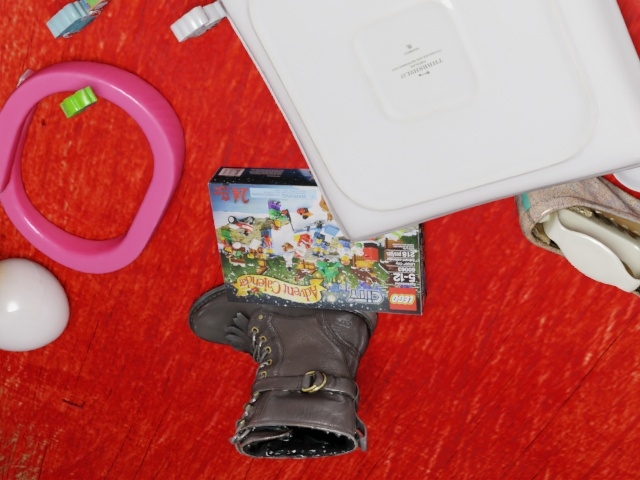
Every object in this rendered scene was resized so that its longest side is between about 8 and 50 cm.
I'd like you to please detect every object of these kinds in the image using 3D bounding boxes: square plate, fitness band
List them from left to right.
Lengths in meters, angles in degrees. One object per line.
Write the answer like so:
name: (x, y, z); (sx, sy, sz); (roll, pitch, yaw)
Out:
fitness band: (-0.271, -0.079, 1.055); (0.209, 0.054, 0.291); (28, 130, -6)
square plate: (0.088, -0.167, 0.829); (0.347, 0.049, 0.344); (-15, 115, 32)

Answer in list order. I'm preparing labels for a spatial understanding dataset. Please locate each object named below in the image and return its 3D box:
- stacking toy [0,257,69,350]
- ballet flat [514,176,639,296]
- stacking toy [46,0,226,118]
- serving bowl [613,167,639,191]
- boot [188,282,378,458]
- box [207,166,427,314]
stacking toy: (-0.513, 0.013, 1.074); (0.479, 0.351, 0.350); (32, 130, -28)
ballet flat: (0.332, 0.026, 0.925); (0.315, 0.106, 0.108); (24, 129, -3)
stacking toy: (-0.214, -0.237, 0.893); (0.221, 0.052, 0.167); (-27, 98, 29)
serving bowl: (0.322, -0.087, 0.893); (0.083, 0.027, 0.083); (8, 127, 10)
boot: (-0.059, 0.148, 1.051); (0.262, 0.229, 0.091); (-1, 126, 17)
box: (0.000, 0.000, 1.032); (0.232, 0.044, 0.159); (2, 121, 15)
